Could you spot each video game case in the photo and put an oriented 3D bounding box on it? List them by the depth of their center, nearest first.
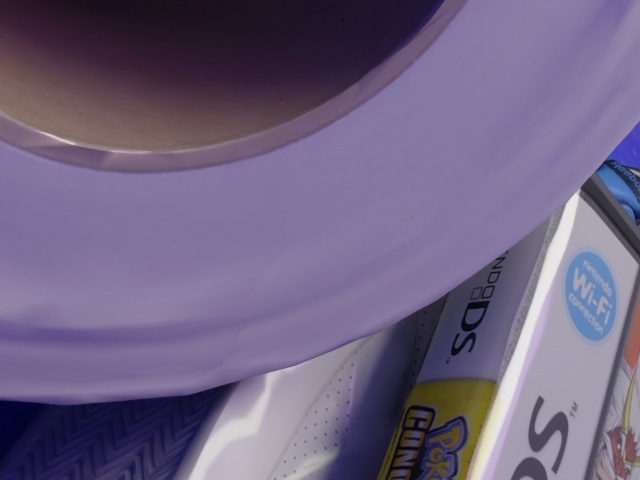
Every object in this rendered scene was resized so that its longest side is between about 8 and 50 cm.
[{"bbox_3d":[0.097,0.155,0.459,0.275,0.035,0.248,46,52,-33],"label":"video game case"}]

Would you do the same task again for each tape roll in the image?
[{"bbox_3d":[-0.041,-0.102,0.355,0.286,0.286,0.100,46,7,-40],"label":"tape roll"}]

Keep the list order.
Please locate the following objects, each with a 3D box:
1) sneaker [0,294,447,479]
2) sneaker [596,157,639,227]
[{"bbox_3d":[0.015,0.068,0.500,0.292,0.108,0.169,-52,125,-32],"label":"sneaker"},{"bbox_3d":[0.096,-0.021,0.715,0.209,0.082,0.069,2,70,-63],"label":"sneaker"}]
